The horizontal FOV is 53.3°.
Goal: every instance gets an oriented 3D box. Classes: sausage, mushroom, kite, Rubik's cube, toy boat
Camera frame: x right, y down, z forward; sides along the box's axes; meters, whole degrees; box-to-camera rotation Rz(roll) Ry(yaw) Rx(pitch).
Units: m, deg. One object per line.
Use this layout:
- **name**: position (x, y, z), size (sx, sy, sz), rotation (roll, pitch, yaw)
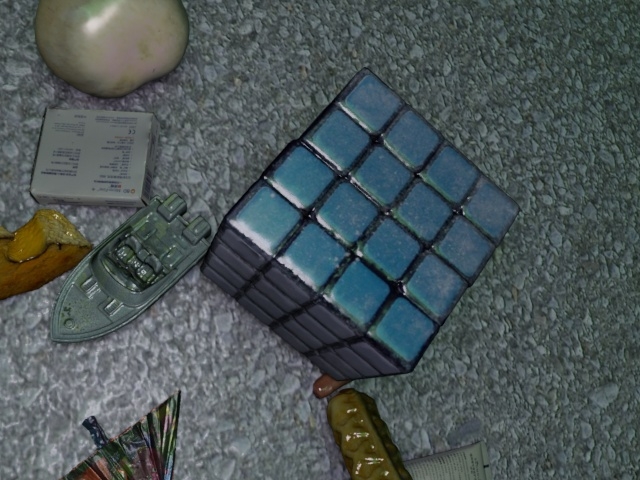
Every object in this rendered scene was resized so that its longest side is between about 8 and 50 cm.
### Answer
- **sausage**: position (0.068, 0.242, 1.193), size (0.186, 0.043, 0.043), rotation (-22, 83, -20)
- **mushroom**: position (-0.376, -0.388, 1.136), size (0.260, 0.254, 0.234), rotation (4, 32, -48)
- **kite**: position (-0.329, 0.395, 1.049), size (0.321, 0.016, 0.234), rotation (-35, 90, -21)
- **Rubik's cube**: position (0.047, -0.002, 1.048), size (0.344, 0.344, 0.337), rotation (39, 69, -5)
- **toy boat**: position (-0.331, 0.057, 1.091), size (0.141, 0.092, 0.319), rotation (42, 68, 5)

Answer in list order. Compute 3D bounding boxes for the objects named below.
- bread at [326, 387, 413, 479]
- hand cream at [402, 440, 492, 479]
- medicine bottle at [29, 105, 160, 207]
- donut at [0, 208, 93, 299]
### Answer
- **bread**: position (0.088, 0.369, 1.090), size (0.098, 0.087, 0.269), rotation (-19, 47, -10)
- **hand cream**: position (0.201, 0.437, 1.181), size (0.276, 0.059, 0.095), rotation (-1, 75, -22)
- **medicine bottle**: position (-0.395, -0.147, 1.120), size (0.201, 0.052, 0.171), rotation (2, 75, 2)
- **donut**: position (-0.508, 0.024, 1.003), size (0.152, 0.259, 0.101), rotation (-44, 74, 14)
